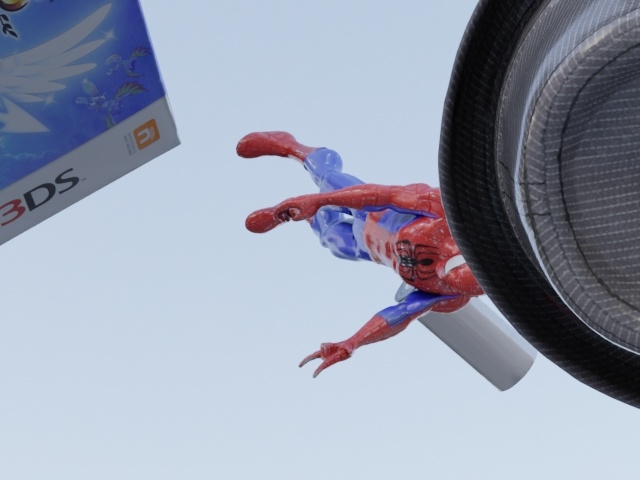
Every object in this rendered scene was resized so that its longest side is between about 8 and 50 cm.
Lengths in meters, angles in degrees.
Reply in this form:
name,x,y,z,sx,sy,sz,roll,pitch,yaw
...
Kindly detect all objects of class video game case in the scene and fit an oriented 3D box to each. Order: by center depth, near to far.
name,x,y,z,sx,sy,sz,roll,pitch,yaw
video game case,-0.210,-0.101,0.707,0.244,0.061,0.269,-32,-42,-19

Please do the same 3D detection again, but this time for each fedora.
name,x,y,z,sx,sy,sz,roll,pitch,yaw
fedora,0.177,-0.034,0.516,0.275,0.124,0.244,-1,-79,8

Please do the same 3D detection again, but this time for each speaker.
name,x,y,z,sx,sy,sz,roll,pitch,yaw
speaker,0.136,0.079,1.344,0.136,0.055,0.055,41,-48,-11

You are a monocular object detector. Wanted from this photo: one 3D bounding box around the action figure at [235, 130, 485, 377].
name,x,y,z,sx,sy,sz,roll,pitch,yaw
action figure,0.000,0.000,0.942,0.139,0.280,0.091,-19,-67,-29
